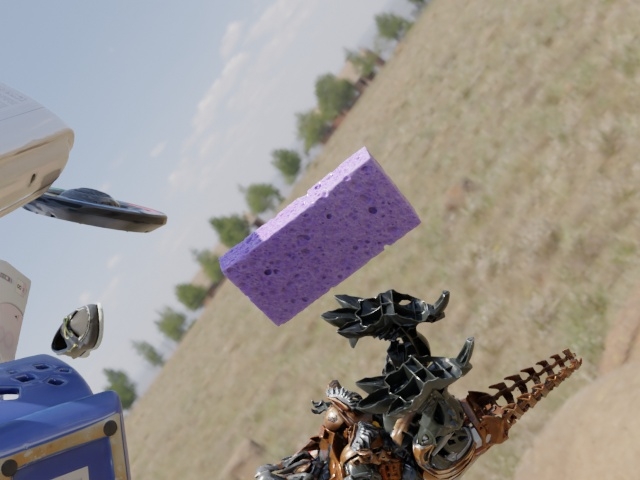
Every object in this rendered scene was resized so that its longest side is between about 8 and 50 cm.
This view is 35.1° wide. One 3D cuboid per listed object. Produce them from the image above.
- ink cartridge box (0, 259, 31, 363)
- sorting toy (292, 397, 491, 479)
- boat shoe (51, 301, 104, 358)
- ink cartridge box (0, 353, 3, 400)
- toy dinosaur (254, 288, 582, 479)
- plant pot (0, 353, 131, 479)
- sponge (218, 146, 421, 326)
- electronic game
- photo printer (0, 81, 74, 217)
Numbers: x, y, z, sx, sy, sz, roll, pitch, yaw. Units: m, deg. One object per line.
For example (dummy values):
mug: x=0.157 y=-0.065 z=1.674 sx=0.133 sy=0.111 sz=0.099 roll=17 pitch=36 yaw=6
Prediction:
ink cartridge box: x=-0.654 y=0.111 z=1.927 sx=0.232 sy=0.066 sz=0.189 roll=59 pitch=-150 yaw=-56
sorting toy: x=0.088 y=0.333 z=1.556 sx=0.257 sy=0.089 sz=0.255 roll=-8 pitch=19 yaw=44
boat shoe: x=-0.467 y=0.177 z=1.943 sx=0.228 sy=0.069 sz=0.081 roll=135 pitch=133 yaw=-57
ink cartridge box: x=-0.573 y=0.238 z=1.313 sx=0.207 sy=0.283 sz=0.117 roll=-58 pitch=40 yaw=40
toy dinosaur: x=0.088 y=0.167 z=0.987 sx=0.322 sy=0.218 sz=0.164 roll=-33 pitch=38 yaw=-21
plant pot: x=-0.354 y=0.283 z=1.186 sx=0.212 sy=0.235 sz=0.236 roll=7 pitch=15 yaw=44
sponge: x=0.000 y=0.000 z=1.137 sx=0.210 sy=0.117 sz=0.031 roll=-37 pitch=38 yaw=9
electronic game: x=-0.336 y=-0.052 z=1.471 sx=0.229 sy=0.229 sz=0.048 roll=-129 pitch=50 yaw=-86
photo printer: x=-0.419 y=-0.121 z=1.094 sx=0.107 sy=0.256 sz=0.307 roll=-63 pitch=2 yaw=15
